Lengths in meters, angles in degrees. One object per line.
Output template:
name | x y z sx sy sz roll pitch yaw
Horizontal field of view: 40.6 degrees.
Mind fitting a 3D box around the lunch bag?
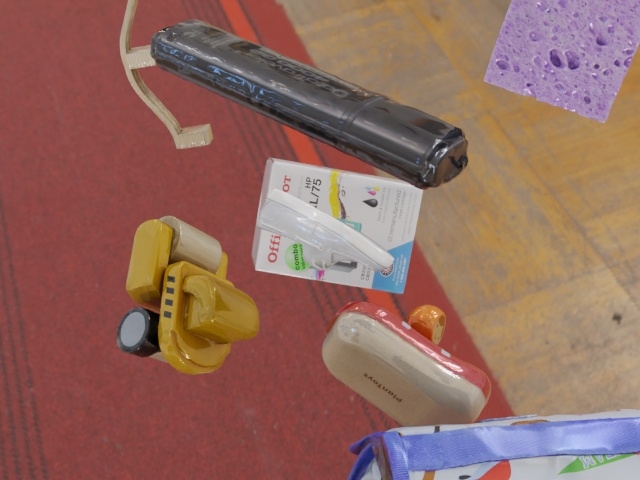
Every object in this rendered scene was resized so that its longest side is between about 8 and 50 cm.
lunch bag | 0.190 0.335 0.957 0.327 0.386 0.239 -2 38 -12

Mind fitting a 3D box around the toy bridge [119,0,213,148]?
toy bridge | -0.154 -0.175 0.811 0.063 0.188 0.026 -8 27 8

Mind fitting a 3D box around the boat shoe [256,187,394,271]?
boat shoe | 0.000 0.000 1.012 0.184 0.066 0.063 29 93 23

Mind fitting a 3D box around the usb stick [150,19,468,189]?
usb stick | -0.014 -0.112 0.685 0.278 0.045 0.077 27 34 23

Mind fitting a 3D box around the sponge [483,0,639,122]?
sponge | 0.227 -0.214 0.730 0.117 0.210 0.031 23 35 13

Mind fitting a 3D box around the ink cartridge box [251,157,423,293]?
ink cartridge box | 0.021 -0.032 1.584 0.270 0.198 0.197 9 6 -7

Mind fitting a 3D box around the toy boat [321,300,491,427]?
toy boat | 0.126 0.149 1.161 0.231 0.151 0.151 35 55 4

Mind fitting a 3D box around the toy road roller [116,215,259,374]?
toy road roller | -0.246 0.108 1.751 0.240 0.202 0.330 -15 61 34
